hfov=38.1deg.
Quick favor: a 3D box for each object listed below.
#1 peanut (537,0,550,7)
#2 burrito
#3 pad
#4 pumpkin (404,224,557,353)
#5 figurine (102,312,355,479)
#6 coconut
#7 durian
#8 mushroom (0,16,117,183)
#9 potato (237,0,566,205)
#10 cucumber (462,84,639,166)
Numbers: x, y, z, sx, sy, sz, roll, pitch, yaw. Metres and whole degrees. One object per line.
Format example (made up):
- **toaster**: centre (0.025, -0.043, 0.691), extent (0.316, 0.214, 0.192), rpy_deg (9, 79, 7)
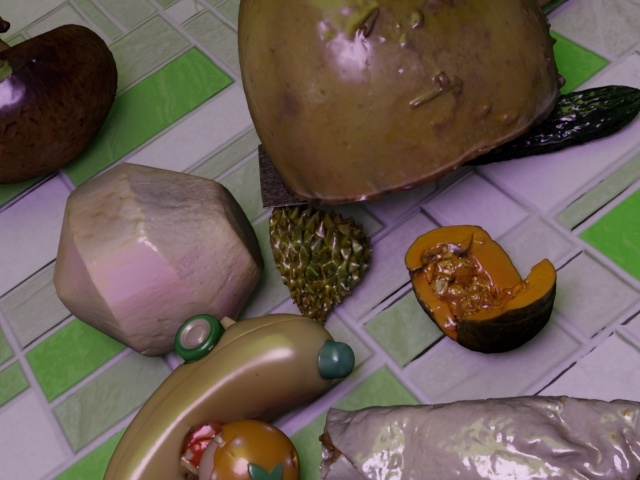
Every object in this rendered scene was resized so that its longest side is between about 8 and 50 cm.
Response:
- **peanut**: centre (0.323, -0.445, 1.381), extent (0.174, 0.158, 0.340), rpy_deg (40, 76, 20)
- **burrito**: centre (0.176, 0.213, 0.925), extent (0.392, 0.076, 0.117), rpy_deg (-5, 55, 22)
- **pad**: centre (-0.003, -0.097, 1.235), extent (0.158, 0.003, 0.235), rpy_deg (-7, 25, -3)
- **pumpkin**: centre (0.181, 0.063, 1.029), extent (0.119, 0.107, 0.183), rpy_deg (-32, 38, -16)
- **figurine**: centre (-0.102, 0.216, 1.002), extent (0.222, 0.124, 0.324), rpy_deg (27, 70, 40)
- **coconut**: centre (-0.209, 0.019, 1.148), extent (0.259, 0.259, 0.259), rpy_deg (-12, 47, 13)
- **durian**: centre (0.004, 0.000, 1.151), extent (0.108, 0.119, 0.186), rpy_deg (-19, 45, 12)
- **mushroom**: centre (-0.494, -0.266, 1.465), extent (0.331, 0.356, 0.334), rpy_deg (-11, -1, -21)
- **potato**: centre (0.080, -0.279, 1.151), extent (0.386, 0.319, 0.442), rpy_deg (-10, 31, 22)
- **cucumber**: centre (0.285, -0.147, 1.193), extent (0.265, 0.077, 0.077), rpy_deg (-10, 48, 15)
